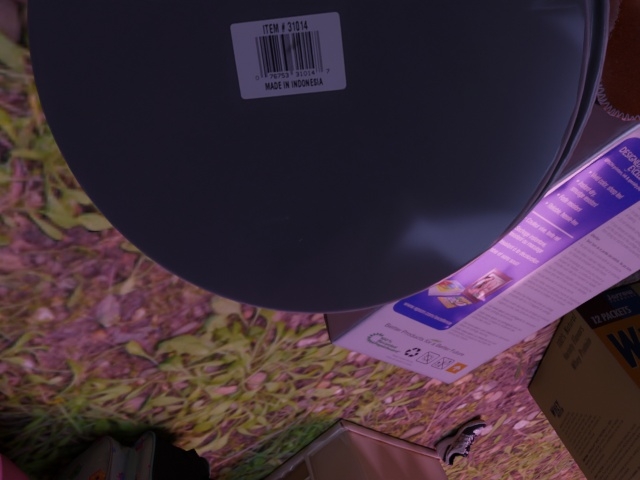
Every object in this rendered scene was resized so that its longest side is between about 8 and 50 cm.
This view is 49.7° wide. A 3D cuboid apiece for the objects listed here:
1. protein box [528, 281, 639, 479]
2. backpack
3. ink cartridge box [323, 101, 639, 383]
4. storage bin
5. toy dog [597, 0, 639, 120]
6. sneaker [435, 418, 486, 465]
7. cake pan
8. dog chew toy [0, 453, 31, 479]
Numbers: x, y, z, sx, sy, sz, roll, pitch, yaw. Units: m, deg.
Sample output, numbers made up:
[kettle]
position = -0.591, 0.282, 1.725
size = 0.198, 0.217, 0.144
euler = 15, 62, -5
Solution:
[protein box]
position = 0.394, 0.196, 0.861
size = 0.135, 0.201, 0.200
euler = -13, 138, -17
[backpack]
position = -0.205, 0.296, 0.666
size = 0.144, 0.166, 0.188
euler = 30, 113, -29
[ink cartridge box]
position = 0.188, 0.000, 0.590
size = 0.175, 0.069, 0.371
euler = 25, 130, -37
[storage bin]
position = 0.029, 0.386, 0.922
size = 0.260, 0.123, 0.262
euler = -41, 139, 16
[toy dog]
position = 0.115, -0.109, 0.416
size = 0.220, 0.161, 0.334
euler = 5, 130, -33
[sneaker]
position = 0.206, 0.288, 0.982
size = 0.083, 0.037, 0.032
euler = -41, 137, 13
[cake pan]
position = -0.009, -0.088, 0.332
size = 0.293, 0.054, 0.293
euler = 3, 114, 6
[dog chew toy]
position = -0.311, 0.190, 0.478
size = 0.206, 0.207, 0.332
euler = -13, 128, -17
